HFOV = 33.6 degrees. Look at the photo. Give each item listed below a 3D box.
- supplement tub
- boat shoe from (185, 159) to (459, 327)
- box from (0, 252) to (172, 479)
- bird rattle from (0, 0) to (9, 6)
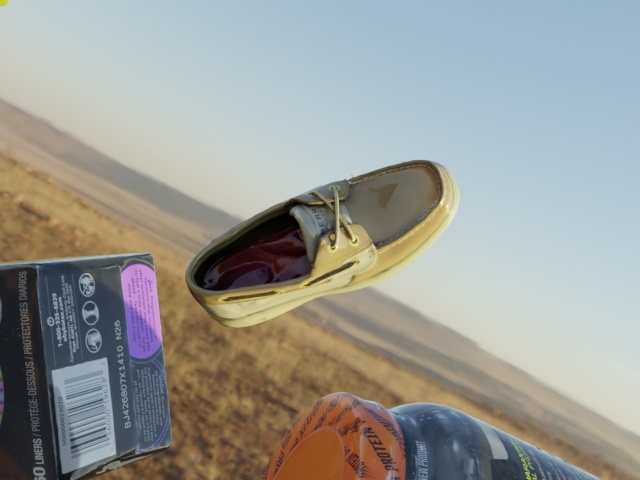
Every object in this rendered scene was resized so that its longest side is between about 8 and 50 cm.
[{"bbox_3d":[0.125,0.247,0.756,0.338,0.207,0.207,28,-2,-18],"label":"supplement tub"},{"bbox_3d":[0.000,0.000,0.491,0.050,0.135,0.045,64,8,23],"label":"boat shoe"},{"bbox_3d":[-0.273,0.102,0.842,0.270,0.165,0.143,-6,0,27],"label":"box"},{"bbox_3d":[-0.317,-0.303,0.983,0.143,0.207,0.253,55,-3,-16],"label":"bird rattle"}]
